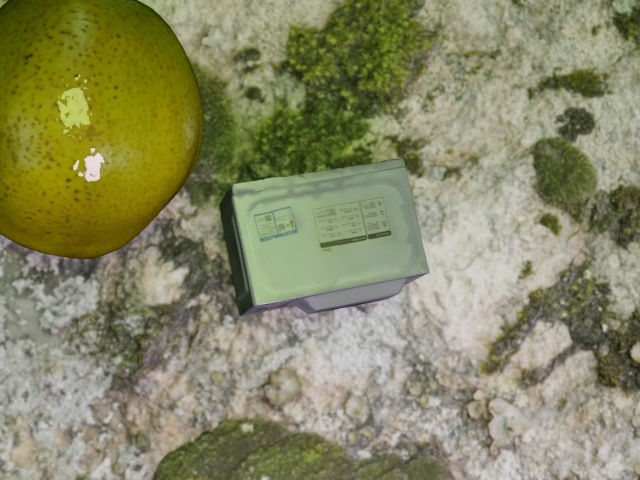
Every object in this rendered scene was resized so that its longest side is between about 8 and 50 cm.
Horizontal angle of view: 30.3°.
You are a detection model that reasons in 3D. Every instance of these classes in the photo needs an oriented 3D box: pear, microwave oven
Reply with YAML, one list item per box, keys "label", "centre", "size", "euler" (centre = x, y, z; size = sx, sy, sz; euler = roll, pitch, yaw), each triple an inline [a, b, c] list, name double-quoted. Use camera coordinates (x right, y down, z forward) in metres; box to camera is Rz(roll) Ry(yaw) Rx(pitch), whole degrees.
- label: "pear"
  centre: [-0.255, -0.133, 1.253]
  size: [0.294, 0.294, 0.294]
  euler: [2, 80, -12]
- label: "microwave oven"
  centre: [0.000, 0.000, 1.368]
  size: [0.208, 0.122, 0.162]
  euler: [-10, 83, -13]
